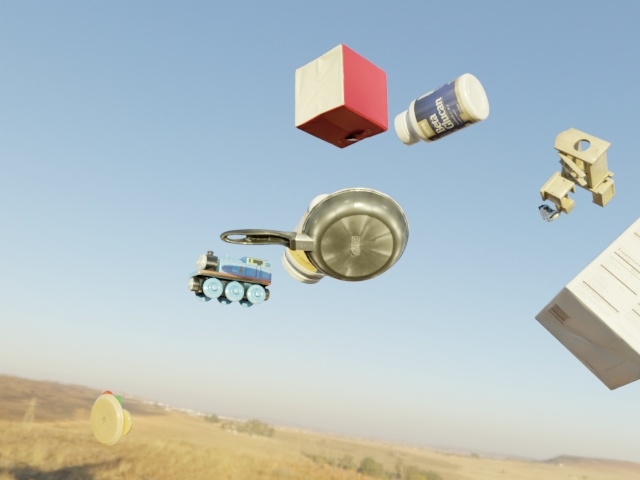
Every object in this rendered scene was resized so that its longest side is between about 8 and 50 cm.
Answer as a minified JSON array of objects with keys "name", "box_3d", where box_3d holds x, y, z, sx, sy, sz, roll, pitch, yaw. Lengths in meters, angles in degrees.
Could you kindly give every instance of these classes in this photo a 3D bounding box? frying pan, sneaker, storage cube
[{"name":"frying pan","box_3d":[0.004,-0.021,1.006,0.326,0.053,0.197,18,-62,-14]},{"name":"sneaker","box_3d":[0.542,-0.068,1.356,0.032,0.037,0.083,-31,5,1]},{"name":"storage cube","box_3d":[0.057,-0.395,1.582,0.183,0.215,0.193,-15,-21,41]}]

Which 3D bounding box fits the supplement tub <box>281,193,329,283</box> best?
[{"name":"supplement tub","box_3d":[0.000,0.000,1.408,0.144,0.144,0.200,17,-50,-23]}]

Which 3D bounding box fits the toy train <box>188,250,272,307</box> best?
[{"name":"toy train","box_3d":[-0.191,0.082,1.217,0.184,0.105,0.080,12,-19,-28]}]

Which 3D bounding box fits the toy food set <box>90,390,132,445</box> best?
[{"name":"toy food set","box_3d":[-0.336,0.283,0.904,0.083,0.082,0.020,-47,-27,22]}]

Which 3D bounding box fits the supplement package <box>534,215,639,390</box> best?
[{"name":"supplement package","box_3d":[0.586,0.104,1.057,0.198,0.262,0.199,47,-13,20]}]

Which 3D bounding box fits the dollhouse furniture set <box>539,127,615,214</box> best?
[{"name":"dollhouse furniture set","box_3d":[0.528,-0.114,1.213,0.101,0.161,0.182,40,-6,41]}]

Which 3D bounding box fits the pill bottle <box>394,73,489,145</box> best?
[{"name":"pill bottle","box_3d":[0.232,-0.247,1.112,0.169,0.094,0.094,-20,-33,41]}]
